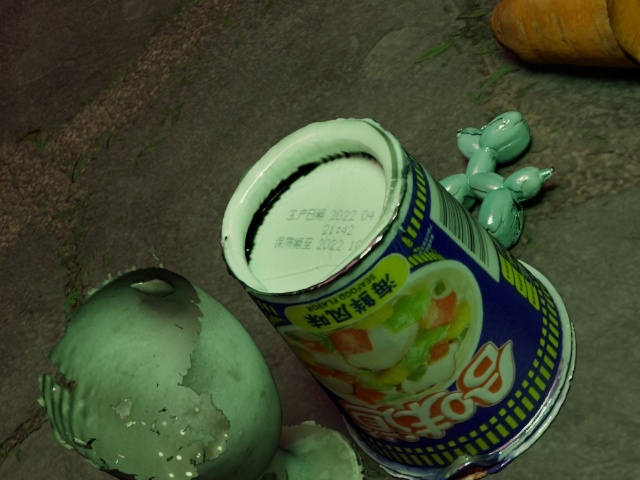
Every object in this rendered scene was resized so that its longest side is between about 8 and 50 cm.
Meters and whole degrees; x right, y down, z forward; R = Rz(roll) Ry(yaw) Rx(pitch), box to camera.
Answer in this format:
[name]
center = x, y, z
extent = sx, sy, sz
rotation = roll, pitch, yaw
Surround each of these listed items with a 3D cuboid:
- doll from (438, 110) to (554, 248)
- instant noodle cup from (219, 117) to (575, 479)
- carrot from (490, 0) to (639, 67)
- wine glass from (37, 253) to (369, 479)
[doll]
center = 0.195, -0.078, 1.249
extent = 0.158, 0.059, 0.159
rotation = -50, 42, -6
[instant noodle cup]
center = 0.066, 0.050, 1.053
extent = 0.284, 0.312, 0.284
rotation = -19, 48, 23
[carrot]
center = 0.306, -0.271, 1.283
extent = 0.225, 0.159, 0.159
rotation = -2, 54, 51
[wine glass]
center = -0.107, 0.179, 1.044
extent = 0.190, 0.357, 0.190
rotation = -17, 50, 21
